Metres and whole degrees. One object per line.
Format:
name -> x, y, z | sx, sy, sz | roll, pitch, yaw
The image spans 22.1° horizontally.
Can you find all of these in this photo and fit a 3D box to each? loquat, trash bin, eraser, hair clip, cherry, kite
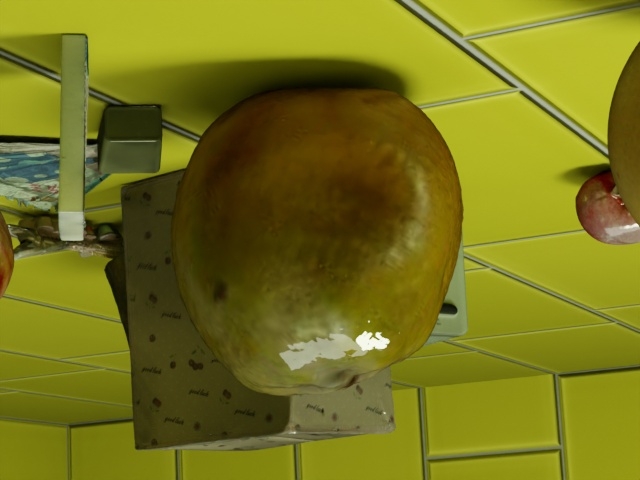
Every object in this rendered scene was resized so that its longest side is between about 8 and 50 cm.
loquat -> 0.000, 0.000, 1.484 | 0.276, 0.283, 0.276 | -4, 162, -1
trash bin -> -0.180, -0.096, 1.554 | 0.061, 0.043, 0.092 | -1, 167, -9
eraser -> -0.203, -0.082, 1.350 | 0.023, 0.150, 0.104 | 1, 167, -8
hair clip -> -0.306, -0.003, 1.961 | 0.062, 0.056, 0.214 | -29, 164, 29
cherry -> 0.347, -0.037, 1.850 | 0.106, 0.087, 0.126 | -5, 166, 31
kite -> -0.351, -0.072, 1.698 | 0.368, 0.014, 0.406 | -7, 168, 22

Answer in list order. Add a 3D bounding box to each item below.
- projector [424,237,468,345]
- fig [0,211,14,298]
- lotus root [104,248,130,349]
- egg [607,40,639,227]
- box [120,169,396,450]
projector -> 0.055, 0.045, 1.955 | 0.163, 0.177, 0.242 | 7, 166, -32
fig -> -0.391, -0.024, 1.574 | 0.175, 0.207, 0.175 | -12, -150, 7
lotus root -> -0.160, 0.133, 2.044 | 0.149, 0.260, 0.267 | -22, 172, -8
egg -> 0.375, -0.087, 1.223 | 0.323, 0.250, 0.250 | -8, 169, -5
box -> -0.068, 0.074, 1.788 | 0.225, 0.297, 0.190 | -12, 168, 37
